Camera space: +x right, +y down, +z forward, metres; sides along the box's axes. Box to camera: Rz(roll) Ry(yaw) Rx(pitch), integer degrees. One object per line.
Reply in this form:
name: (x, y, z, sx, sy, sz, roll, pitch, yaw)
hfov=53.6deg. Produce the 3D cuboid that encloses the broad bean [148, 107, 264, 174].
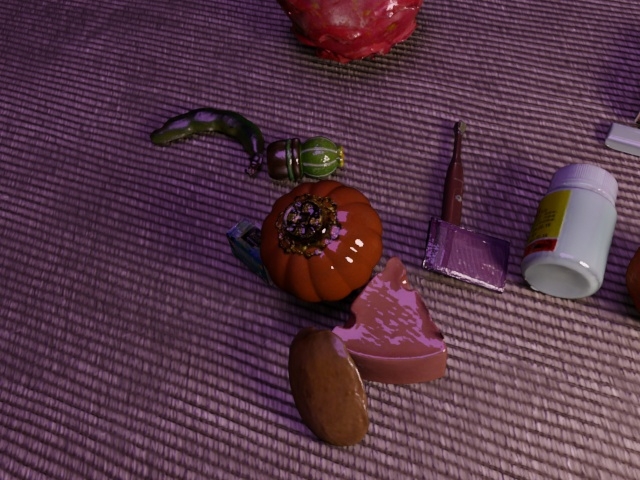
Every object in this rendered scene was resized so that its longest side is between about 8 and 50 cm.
broad bean: (-0.242, -0.242, 1.441, 0.292, 0.049, 0.144, 20, 63, 18)

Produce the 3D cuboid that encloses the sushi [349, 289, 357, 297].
sushi: (0.060, 0.058, 1.208, 0.052, 0.055, 0.120, 17, 63, 10)

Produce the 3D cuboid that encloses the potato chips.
potato chips: (0.002, 0.242, 1.039, 0.150, 0.049, 0.201, -8, 90, 33)

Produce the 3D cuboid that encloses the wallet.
wallet: (0.274, 0.027, 1.182, 0.166, 0.030, 0.111, 18, 59, -7)

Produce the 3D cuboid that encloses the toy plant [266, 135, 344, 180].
toy plant: (-0.031, -0.174, 1.348, 0.163, 0.092, 0.092, -4, 57, 1)

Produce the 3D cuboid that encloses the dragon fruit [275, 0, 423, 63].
dragon fruit: (0.093, -0.565, 1.498, 0.386, 0.248, 0.371, -31, 43, -17)

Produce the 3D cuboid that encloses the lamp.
lamp: (0.000, 0.000, 1.110, 0.223, 0.196, 0.223, -8, 66, 18)

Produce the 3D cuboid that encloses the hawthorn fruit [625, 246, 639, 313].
hawthorn fruit: (0.608, 0.074, 1.056, 0.189, 0.189, 0.189, -3, 57, 5)

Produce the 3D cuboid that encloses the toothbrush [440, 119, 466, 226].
toothbrush: (0.273, -0.104, 1.293, 0.041, 0.040, 0.363, 6, 59, 11)

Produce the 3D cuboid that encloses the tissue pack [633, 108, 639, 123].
tissue pack: (0.844, -0.290, 1.300, 0.316, 0.103, 0.227, 22, 61, 19)

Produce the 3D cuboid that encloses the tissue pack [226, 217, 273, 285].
tissue pack: (-0.115, 0.015, 1.239, 0.111, 0.085, 0.079, 37, 67, 27)

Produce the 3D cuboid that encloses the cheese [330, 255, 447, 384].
cheese: (0.096, 0.159, 1.094, 0.177, 0.128, 0.202, -21, 59, -7)

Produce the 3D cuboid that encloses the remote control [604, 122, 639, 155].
remote control: (0.677, -0.200, 1.308, 0.162, 0.029, 0.061, 20, 64, 18)

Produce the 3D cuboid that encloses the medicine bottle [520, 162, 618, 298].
medicine bottle: (0.458, -0.017, 1.153, 0.139, 0.139, 0.225, 17, 62, 18)
